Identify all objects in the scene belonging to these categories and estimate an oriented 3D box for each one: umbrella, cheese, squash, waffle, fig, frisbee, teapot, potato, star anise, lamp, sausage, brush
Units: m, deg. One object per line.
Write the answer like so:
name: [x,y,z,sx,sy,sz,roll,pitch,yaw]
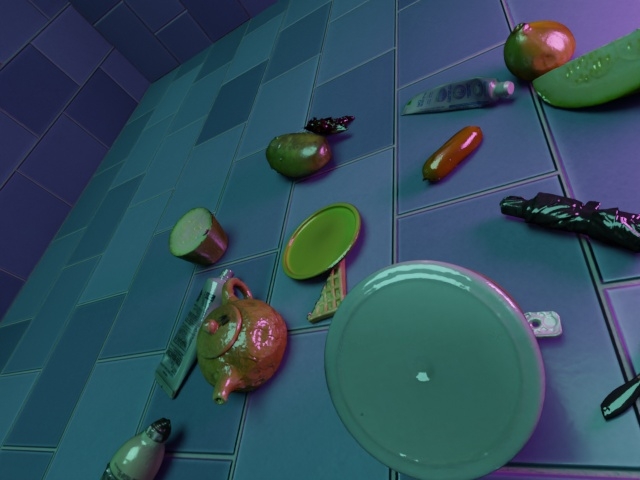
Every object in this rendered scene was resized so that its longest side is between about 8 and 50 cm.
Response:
umbrella: [0.413,-0.038,0.664,0.066,0.059,0.236,-42,39,-25]
cheese: [0.244,0.147,0.648,0.256,0.050,0.127,-11,50,32]
squash: [0.552,-0.318,0.726,0.289,0.203,0.111,-10,90,29]
waffle: [0.015,0.103,0.889,0.098,0.023,0.152,-20,47,23]
fig: [0.481,-0.421,0.888,0.153,0.120,0.136,-21,27,-30]
frisbee: [0.000,0.000,0.975,0.236,0.017,0.235,-28,37,24]
squash: [-0.361,-0.002,1.205,0.170,0.123,0.170,-21,45,23]
teapot: [-0.189,0.201,0.861,0.203,0.167,0.311,-27,43,19]
potato: [-0.063,-0.254,1.191,0.251,0.113,0.149,14,62,37]
star anise: [0.026,-0.352,1.222,0.157,0.053,0.212,-1,17,5]
lamp: [-0.401,0.489,0.842,0.101,0.101,0.250,30,86,48]
sausage: [0.296,-0.196,0.895,0.183,0.054,0.062,-41,69,-1]
brush: [0.433,0.160,0.511,0.193,0.016,0.063,-41,40,2]

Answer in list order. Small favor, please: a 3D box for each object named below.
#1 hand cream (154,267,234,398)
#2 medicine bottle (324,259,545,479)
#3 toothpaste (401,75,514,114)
hand cream: [-0.317,0.226,1.035,0.124,0.078,0.340,18,77,45]
medicine bottle: [0.153,0.148,0.523,0.238,0.232,0.237,-3,84,23]
toothpaste: [0.335,-0.362,1.009,0.301,0.048,0.075,14,94,52]
